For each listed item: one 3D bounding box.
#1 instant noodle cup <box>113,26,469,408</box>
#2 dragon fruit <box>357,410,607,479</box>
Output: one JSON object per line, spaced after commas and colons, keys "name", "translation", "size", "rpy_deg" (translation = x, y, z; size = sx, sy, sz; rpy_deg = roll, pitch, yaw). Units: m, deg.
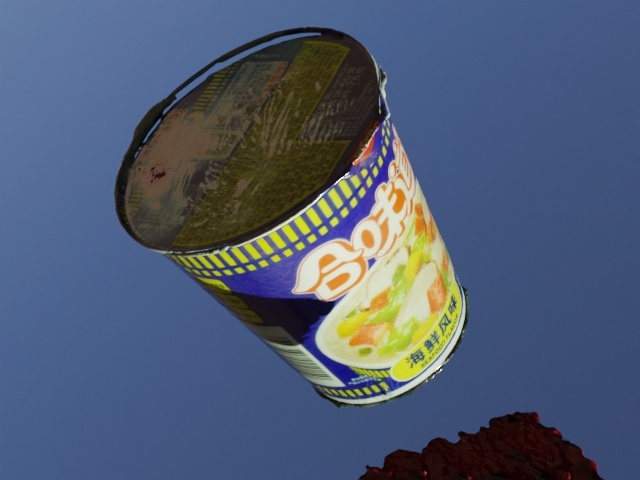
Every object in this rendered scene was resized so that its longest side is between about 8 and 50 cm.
{"name": "instant noodle cup", "translation": [0.000, 0.000, 1.235], "size": [0.284, 0.312, 0.284], "rpy_deg": [-19, -137, 19]}
{"name": "dragon fruit", "translation": [0.072, 0.314, 0.938], "size": [0.329, 0.286, 0.228], "rpy_deg": [-7, -142, -35]}
